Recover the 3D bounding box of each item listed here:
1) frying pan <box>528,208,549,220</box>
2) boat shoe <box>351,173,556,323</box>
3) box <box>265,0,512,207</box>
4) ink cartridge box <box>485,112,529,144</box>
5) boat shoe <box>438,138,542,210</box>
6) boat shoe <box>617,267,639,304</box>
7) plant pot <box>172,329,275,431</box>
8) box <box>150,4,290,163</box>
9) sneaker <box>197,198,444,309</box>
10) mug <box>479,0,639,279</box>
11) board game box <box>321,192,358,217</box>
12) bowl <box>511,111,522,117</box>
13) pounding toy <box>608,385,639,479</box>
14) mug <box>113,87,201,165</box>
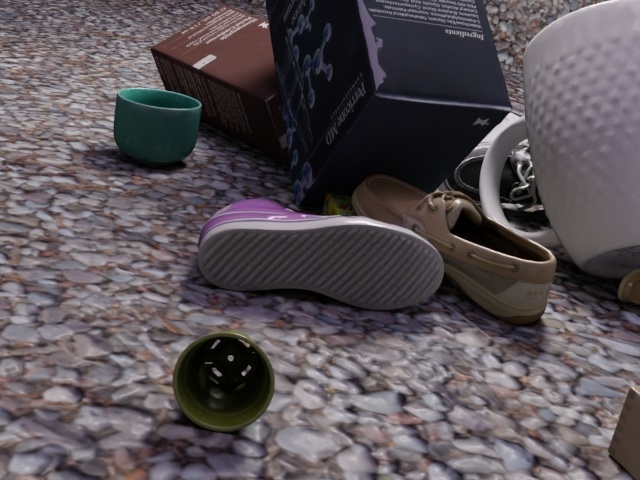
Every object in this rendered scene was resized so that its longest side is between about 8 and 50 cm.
[{"bbox_3d":[0.527,-0.030,1.501,0.326,0.053,0.197,-15,24,-32],"label":"frying pan"},{"bbox_3d":[0.164,-0.016,1.132,0.109,0.098,0.302,-23,47,-36],"label":"boat shoe"},{"bbox_3d":[0.080,-0.281,1.333,0.211,0.293,0.396,2,62,-23],"label":"box"},{"bbox_3d":[0.232,-0.208,1.665,0.185,0.065,0.311,-34,54,-30],"label":"ink cartridge box"},{"bbox_3d":[0.343,-0.103,1.483,0.306,0.113,0.105,7,6,-15],"label":"boat shoe"},{"bbox_3d":[0.451,0.065,1.203,0.135,0.050,0.045,-3,19,-34],"label":"boat shoe"},{"bbox_3d":[-0.080,0.110,0.772,0.083,0.083,0.079,10,7,-3],"label":"plant pot"},{"bbox_3d":[-0.124,-0.294,1.649,0.191,0.143,0.381,-37,44,-24],"label":"box"},{"bbox_3d":[0.000,-0.001,1.073,0.282,0.102,0.161,9,17,-6],"label":"sneaker"},{"bbox_3d":[0.396,-0.114,1.294,0.374,0.328,0.276,-16,-25,37],"label":"mug"},{"bbox_3d":[0.099,-0.021,1.259,0.181,0.043,0.092,6,21,-13],"label":"board game box"},{"bbox_3d":[0.282,-0.238,1.901,0.391,0.077,0.391,10,20,-4],"label":"bowl"},{"bbox_3d":[0.352,0.177,0.771,0.130,0.100,0.141,3,21,-21],"label":"pounding toy"},{"bbox_3d":[-0.244,-0.174,1.411,0.157,0.097,0.129,-3,24,-36],"label":"mug"}]
